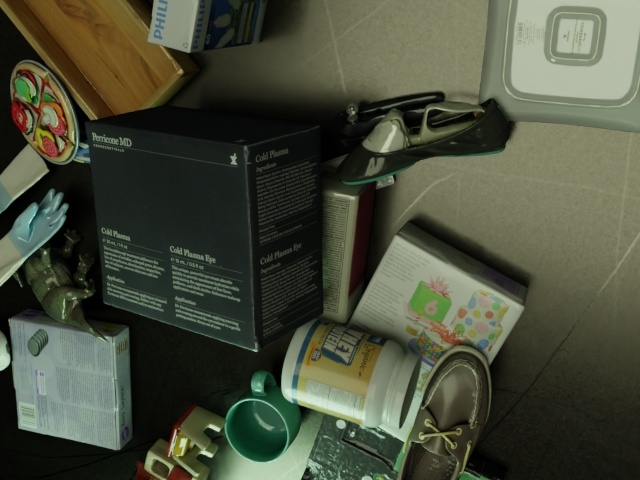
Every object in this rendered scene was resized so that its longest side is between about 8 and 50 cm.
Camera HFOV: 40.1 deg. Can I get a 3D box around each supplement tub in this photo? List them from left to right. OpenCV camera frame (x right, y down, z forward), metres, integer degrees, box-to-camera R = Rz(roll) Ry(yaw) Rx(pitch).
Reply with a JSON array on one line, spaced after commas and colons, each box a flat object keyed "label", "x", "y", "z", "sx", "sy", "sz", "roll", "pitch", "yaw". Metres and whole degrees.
[{"label": "supplement tub", "x": 0.051, "y": 0.217, "z": 1.422, "sx": 0.200, "sy": 0.144, "sz": 0.144, "roll": 15, "pitch": 109, "yaw": 15}]

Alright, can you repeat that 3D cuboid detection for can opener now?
[{"label": "can opener", "x": 0.111, "y": -0.208, "z": 1.441, "sx": 0.186, "sy": 0.073, "sz": 0.059, "roll": -16, "pitch": 61, "yaw": 20}]

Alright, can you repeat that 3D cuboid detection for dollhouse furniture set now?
[{"label": "dollhouse furniture set", "x": -0.323, "y": 0.476, "z": 1.650, "sx": 0.152, "sy": 0.201, "sz": 0.374, "roll": 27, "pitch": 130, "yaw": 10}]

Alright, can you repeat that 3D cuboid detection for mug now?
[{"label": "mug", "x": -0.094, "y": 0.324, "z": 1.633, "sx": 0.129, "sy": 0.097, "sz": 0.157, "roll": 36, "pitch": 113, "yaw": 7}]

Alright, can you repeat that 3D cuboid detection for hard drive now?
[{"label": "hard drive", "x": 0.140, "y": 0.449, "z": 1.605, "sx": 0.339, "sy": 0.064, "sz": 0.237, "roll": 23, "pitch": 111, "yaw": 13}]

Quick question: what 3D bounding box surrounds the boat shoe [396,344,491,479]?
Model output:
[{"label": "boat shoe", "x": 0.195, "y": 0.328, "z": 1.430, "sx": 0.117, "sy": 0.097, "sz": 0.324, "roll": 21, "pitch": 111, "yaw": 11}]

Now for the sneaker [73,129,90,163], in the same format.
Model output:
[{"label": "sneaker", "x": -0.397, "y": -0.171, "z": 1.625, "sx": 0.144, "sy": 0.053, "sz": 0.059, "roll": 8, "pitch": 106, "yaw": 16}]

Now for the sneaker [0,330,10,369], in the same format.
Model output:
[{"label": "sneaker", "x": -0.761, "y": 0.236, "z": 1.814, "sx": 0.292, "sy": 0.118, "sz": 0.110, "roll": -5, "pitch": 102, "yaw": 30}]

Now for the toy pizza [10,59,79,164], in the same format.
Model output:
[{"label": "toy pizza", "x": -0.518, "y": -0.232, "z": 1.620, "sx": 0.201, "sy": 0.032, "sz": 0.201, "roll": 23, "pitch": 128, "yaw": 33}]

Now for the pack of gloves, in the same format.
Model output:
[{"label": "pack of gloves", "x": -0.596, "y": -0.049, "z": 1.659, "sx": 0.232, "sy": 0.046, "sz": 0.195, "roll": -43, "pitch": 67, "yaw": 4}]

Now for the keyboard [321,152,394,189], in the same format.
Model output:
[{"label": "keyboard", "x": 0.002, "y": -0.097, "z": 1.526, "sx": 0.256, "sy": 0.014, "sz": 0.072, "roll": -17, "pitch": 99, "yaw": 23}]

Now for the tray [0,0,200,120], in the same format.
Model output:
[{"label": "tray", "x": -0.419, "y": -0.396, "z": 1.559, "sx": 0.203, "sy": 0.076, "sz": 0.411, "roll": -39, "pitch": 89, "yaw": 25}]

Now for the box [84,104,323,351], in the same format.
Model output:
[{"label": "box", "x": -0.180, "y": -0.035, "z": 1.385, "sx": 0.343, "sy": 0.179, "sz": 0.312, "roll": 13, "pitch": 114, "yaw": 34}]

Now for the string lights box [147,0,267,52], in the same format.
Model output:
[{"label": "string lights box", "x": -0.167, "y": -0.374, "z": 1.372, "sx": 0.077, "sy": 0.260, "sz": 0.133, "roll": 18, "pitch": 111, "yaw": 14}]

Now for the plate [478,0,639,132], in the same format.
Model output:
[{"label": "plate", "x": 0.382, "y": -0.306, "z": 1.315, "sx": 0.278, "sy": 0.045, "sz": 0.277, "roll": 8, "pitch": 108, "yaw": 18}]

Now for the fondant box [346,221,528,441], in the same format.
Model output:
[{"label": "fondant box", "x": 0.169, "y": 0.170, "z": 1.498, "sx": 0.238, "sy": 0.096, "sz": 0.330, "roll": 30, "pitch": 114, "yaw": 9}]

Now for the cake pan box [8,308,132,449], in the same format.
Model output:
[{"label": "cake pan box", "x": -0.505, "y": 0.286, "z": 1.786, "sx": 0.246, "sy": 0.070, "sz": 0.266, "roll": 6, "pitch": 107, "yaw": 20}]

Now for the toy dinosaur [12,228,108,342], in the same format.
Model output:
[{"label": "toy dinosaur", "x": -0.514, "y": 0.084, "z": 1.721, "sx": 0.313, "sy": 0.121, "sz": 0.160, "roll": 43, "pitch": 126, "yaw": 0}]

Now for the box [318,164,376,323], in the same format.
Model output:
[{"label": "box", "x": 0.000, "y": 0.000, "z": 1.481, "sx": 0.149, "sy": 0.127, "sz": 0.232, "roll": 12, "pitch": 114, "yaw": 14}]

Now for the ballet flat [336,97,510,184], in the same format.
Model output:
[{"label": "ballet flat", "x": 0.154, "y": -0.166, "z": 1.379, "sx": 0.280, "sy": 0.095, "sz": 0.096, "roll": -13, "pitch": 121, "yaw": 5}]
